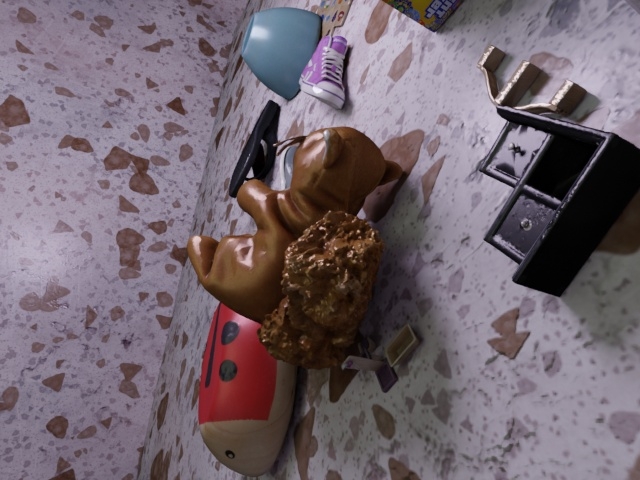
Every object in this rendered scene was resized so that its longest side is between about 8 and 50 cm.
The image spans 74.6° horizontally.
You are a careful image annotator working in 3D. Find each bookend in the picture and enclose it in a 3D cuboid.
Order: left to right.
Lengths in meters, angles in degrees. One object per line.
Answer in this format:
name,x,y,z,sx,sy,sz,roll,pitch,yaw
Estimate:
bookend,0.228,-0.051,0.460,0.156,0.073,0.157,-64,27,19

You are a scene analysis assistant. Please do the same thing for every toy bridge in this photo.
toy bridge,0.255,-0.200,0.547,0.063,0.026,0.188,-60,28,28

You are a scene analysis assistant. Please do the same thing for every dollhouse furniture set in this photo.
dollhouse furniture set,0.079,0.151,0.624,0.114,0.081,0.090,-59,30,28

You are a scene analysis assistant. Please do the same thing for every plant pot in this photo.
plant pot,-0.151,-0.647,1.405,0.290,0.196,0.289,-44,38,51

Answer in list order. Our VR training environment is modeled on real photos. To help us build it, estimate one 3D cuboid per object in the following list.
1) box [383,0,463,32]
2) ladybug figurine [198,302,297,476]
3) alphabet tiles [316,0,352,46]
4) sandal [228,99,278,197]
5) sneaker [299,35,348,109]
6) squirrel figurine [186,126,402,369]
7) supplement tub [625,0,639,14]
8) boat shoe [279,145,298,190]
box,0.133,-0.572,0.718,0.177,0.280,0.289,-42,39,48
ladybug figurine,-0.171,0.280,0.953,0.305,0.162,0.448,-42,40,48
alphabet tiles,0.058,-0.766,1.291,0.342,0.011,0.285,-66,27,14
sandal,-0.205,-0.323,1.472,0.168,0.107,0.445,-39,29,51
sneaker,0.020,-0.443,1.076,0.161,0.102,0.282,-58,29,23
squirrel figurine,0.000,0.000,0.732,0.370,0.281,0.396,-52,42,18
supplement tub,0.337,-0.320,0.262,0.316,0.194,0.193,-39,42,50
boat shoe,-0.043,-0.135,1.058,0.099,0.116,0.319,-13,44,12
